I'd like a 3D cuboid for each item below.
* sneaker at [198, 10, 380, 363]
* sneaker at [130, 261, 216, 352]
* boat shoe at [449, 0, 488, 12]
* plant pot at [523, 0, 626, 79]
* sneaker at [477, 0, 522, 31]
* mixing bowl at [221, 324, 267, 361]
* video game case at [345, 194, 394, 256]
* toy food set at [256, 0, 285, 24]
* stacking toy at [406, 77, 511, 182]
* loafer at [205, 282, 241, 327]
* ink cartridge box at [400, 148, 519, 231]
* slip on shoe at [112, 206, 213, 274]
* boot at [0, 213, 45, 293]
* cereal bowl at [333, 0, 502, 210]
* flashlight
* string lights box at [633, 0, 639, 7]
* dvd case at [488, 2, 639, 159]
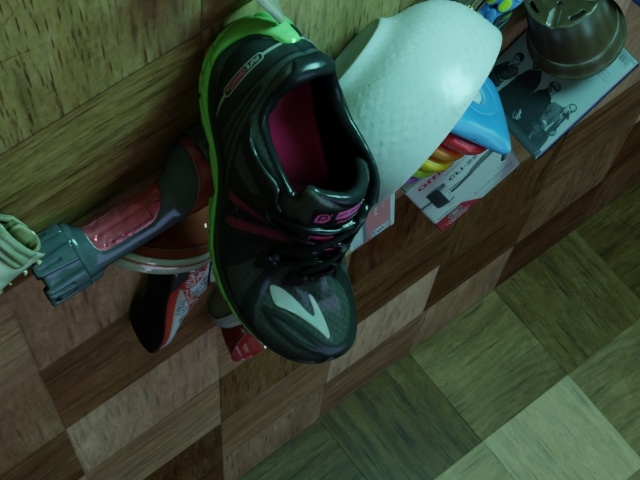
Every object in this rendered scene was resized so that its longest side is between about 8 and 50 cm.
[{"bbox_3d":[-0.031,-0.035,1.633,0.185,0.202,0.483,-27,124,-25],"label":"sneaker"},{"bbox_3d":[-0.205,0.072,2.061,0.145,0.090,0.270,-26,156,-32],"label":"sneaker"},{"bbox_3d":[0.262,-0.388,1.914,0.207,0.073,0.073,-38,162,-9],"label":"boat shoe"},{"bbox_3d":[0.403,-0.367,2.138,0.167,0.167,0.165,-41,156,3],"label":"plant pot"},{"bbox_3d":[0.266,-0.361,2.030,0.188,0.067,0.078,-55,179,37],"label":"sneaker"},{"bbox_3d":[-0.115,0.123,2.370,0.181,0.098,0.181,-36,162,-14],"label":"mixing bowl"},{"bbox_3d":[0.000,0.000,2.092,0.285,0.025,0.204,-34,158,-13],"label":"video game case"},{"bbox_3d":[0.030,-0.374,1.410,0.306,0.092,0.220,-41,163,7],"label":"toy food set"},{"bbox_3d":[0.147,-0.152,2.130,0.175,0.166,0.302,19,136,-34],"label":"stacking toy"},{"bbox_3d":[-0.081,0.019,2.185,0.319,0.112,0.111,-46,151,12],"label":"loafer"},{"bbox_3d":[0.222,-0.147,2.328,0.197,0.114,0.273,-42,157,5],"label":"ink cartridge box"},{"bbox_3d":[-0.175,-0.026,1.869,0.331,0.123,0.101,-19,117,-44],"label":"slip on shoe"},{"bbox_3d":[-0.403,0.052,1.612,0.165,0.077,0.213,-41,161,-2],"label":"boot"},{"bbox_3d":[0.084,-0.199,1.796,0.339,0.141,0.339,-47,-167,14],"label":"cereal bowl"},{"bbox_3d":[-0.239,-0.042,1.700,0.304,0.103,0.103,-31,167,-13],"label":"flashlight"},{"bbox_3d":[0.481,-0.451,2.110,0.077,0.133,0.259,-46,162,17],"label":"string lights box"},{"bbox_3d":[0.401,-0.285,2.288,0.238,0.179,0.029,-44,167,14],"label":"dvd case"}]
